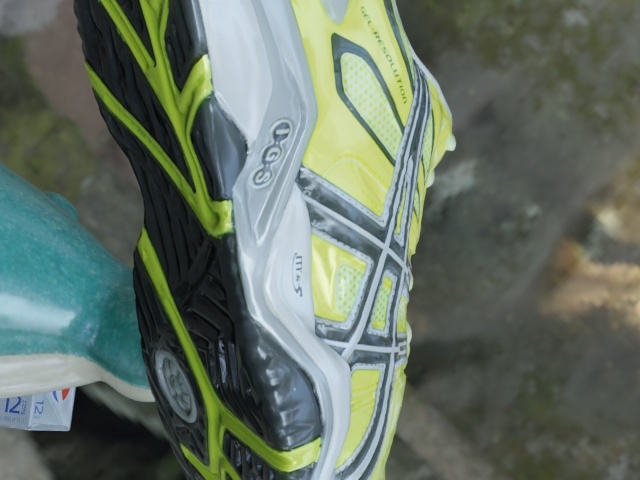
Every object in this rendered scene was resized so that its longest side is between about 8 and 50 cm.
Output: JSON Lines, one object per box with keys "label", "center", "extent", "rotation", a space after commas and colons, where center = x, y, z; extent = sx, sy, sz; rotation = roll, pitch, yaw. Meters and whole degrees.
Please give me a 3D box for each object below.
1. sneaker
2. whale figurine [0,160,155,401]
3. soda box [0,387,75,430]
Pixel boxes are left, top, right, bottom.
{"label": "sneaker", "center": [0.000, 0.000, 0.791], "extent": [0.147, 0.145, 0.385], "rotation": [-22, 123, -28]}
{"label": "whale figurine", "center": [-0.190, 0.011, 0.992], "extent": [0.216, 0.272, 0.141], "rotation": [-52, 149, -57]}
{"label": "soda box", "center": [-0.364, 0.108, 1.591], "extent": [0.091, 0.286, 0.098], "rotation": [23, 72, -72]}
